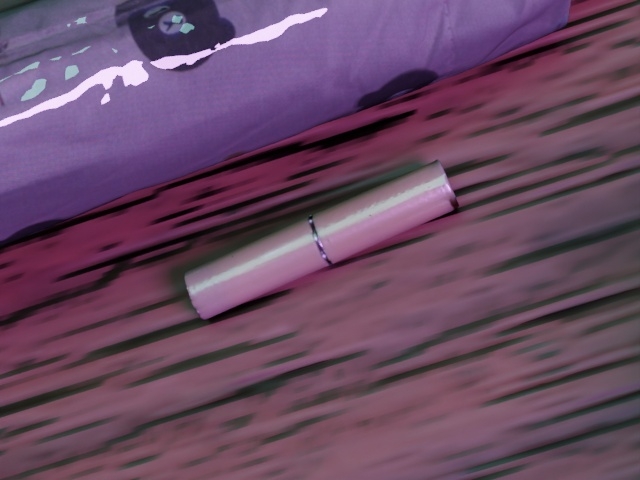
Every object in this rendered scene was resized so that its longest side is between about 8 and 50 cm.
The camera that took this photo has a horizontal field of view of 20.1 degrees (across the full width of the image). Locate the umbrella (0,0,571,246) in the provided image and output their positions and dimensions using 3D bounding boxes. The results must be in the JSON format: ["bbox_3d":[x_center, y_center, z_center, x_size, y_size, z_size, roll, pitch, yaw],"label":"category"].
[{"bbox_3d":[-0.037,-0.060,0.580,0.337,0.073,0.067,-21,68,-11],"label":"umbrella"}]

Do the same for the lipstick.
[{"bbox_3d":[0.000,0.000,0.600,0.094,0.019,0.019,-23,63,4],"label":"lipstick"}]
